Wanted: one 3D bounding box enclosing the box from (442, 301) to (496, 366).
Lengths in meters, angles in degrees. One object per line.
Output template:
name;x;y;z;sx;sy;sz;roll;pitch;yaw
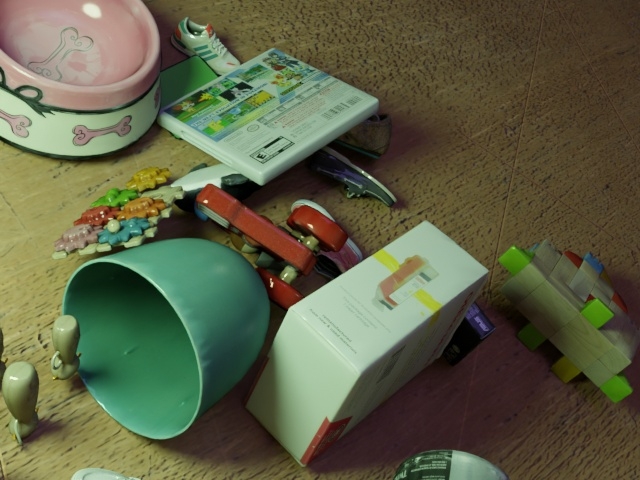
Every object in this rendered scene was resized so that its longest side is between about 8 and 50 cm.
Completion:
box;0.235;0.133;1.948;0.045;0.184;0.191;-32;78;-20

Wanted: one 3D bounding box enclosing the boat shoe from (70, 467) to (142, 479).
boat shoe;-0.281;0.383;1.520;0.184;0.063;0.066;29;47;-11

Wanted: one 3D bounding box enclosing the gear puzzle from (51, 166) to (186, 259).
gear puzzle;-0.327;-0.068;1.745;0.339;0.175;0.044;-68;146;-63

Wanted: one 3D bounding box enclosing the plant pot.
plant pot;-0.220;0.127;1.607;0.293;0.293;0.235;50;41;9

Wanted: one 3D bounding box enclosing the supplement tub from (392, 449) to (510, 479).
supplement tub;0.197;0.525;1.616;0.207;0.207;0.338;25;48;-14

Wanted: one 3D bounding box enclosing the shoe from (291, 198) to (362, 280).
shoe;0.000;0.000;1.982;0.178;0.063;0.081;45;41;-1

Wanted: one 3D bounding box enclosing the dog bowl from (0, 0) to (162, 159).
dog bowl;-0.473;-0.351;1.867;0.408;0.150;0.408;14;50;-17

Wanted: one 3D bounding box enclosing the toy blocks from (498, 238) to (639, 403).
toy blocks;0.552;0.128;2.182;0.381;0.191;0.261;44;34;3

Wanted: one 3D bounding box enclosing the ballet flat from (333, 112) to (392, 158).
ballet flat;-0.001;-0.267;2.139;0.348;0.123;0.123;13;51;-25

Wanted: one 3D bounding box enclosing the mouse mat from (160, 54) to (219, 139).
mouse mat;-0.269;-0.292;2.061;0.189;0.007;0.152;-36;80;-36

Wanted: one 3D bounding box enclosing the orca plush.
orca plush;-0.168;-0.099;1.962;0.151;0.102;0.287;5;24;29

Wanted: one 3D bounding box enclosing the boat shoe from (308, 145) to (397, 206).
boat shoe;0.066;-0.122;2.135;0.206;0.075;0.065;34;89;-13

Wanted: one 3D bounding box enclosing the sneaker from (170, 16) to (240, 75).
sneaker;-0.233;-0.409;2.134;0.161;0.075;0.057;30;47;-9

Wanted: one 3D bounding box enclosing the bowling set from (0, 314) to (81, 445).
bowling set;-0.493;0.209;1.488;0.200;0.154;0.287;26;46;12

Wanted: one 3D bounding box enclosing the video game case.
video game case;-0.102;-0.252;1.994;0.300;0.036;0.329;32;51;31

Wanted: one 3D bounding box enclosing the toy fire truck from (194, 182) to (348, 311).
toy fire truck;-0.107;-0.010;1.785;0.254;0.302;0.169;35;85;-5

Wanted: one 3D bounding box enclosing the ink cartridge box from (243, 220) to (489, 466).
ink cartridge box;0.082;0.169;1.750;0.160;0.279;0.384;42;44;18
